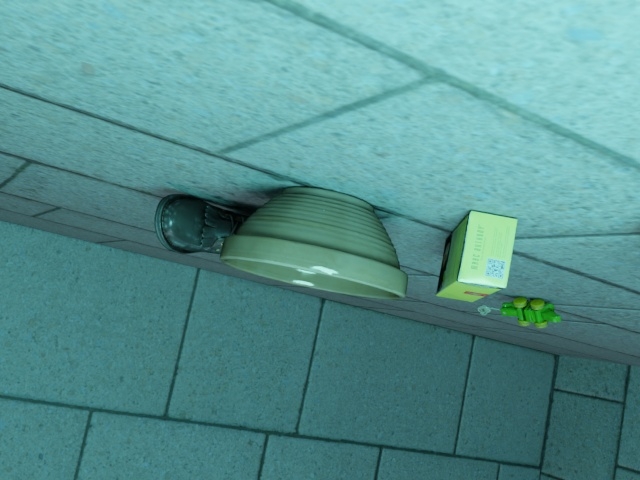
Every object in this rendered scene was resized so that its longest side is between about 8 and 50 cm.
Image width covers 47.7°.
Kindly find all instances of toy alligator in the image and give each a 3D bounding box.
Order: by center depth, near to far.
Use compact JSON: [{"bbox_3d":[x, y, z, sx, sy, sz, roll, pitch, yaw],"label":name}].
[{"bbox_3d":[0.427,0.144,1.533,0.190,0.056,0.051,3,-151,45],"label":"toy alligator"}]

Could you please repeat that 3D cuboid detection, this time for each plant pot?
[{"bbox_3d":[0.000,0.000,0.918,0.238,0.109,0.237,12,171,2],"label":"plant pot"}]

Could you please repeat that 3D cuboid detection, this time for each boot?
[{"bbox_3d":[-0.086,-0.017,1.077,0.229,0.091,0.263,-1,170,35],"label":"boot"}]

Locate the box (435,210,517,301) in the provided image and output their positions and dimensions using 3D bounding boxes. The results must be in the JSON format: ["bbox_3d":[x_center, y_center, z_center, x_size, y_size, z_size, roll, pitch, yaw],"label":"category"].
[{"bbox_3d":[0.193,0.028,0.925,0.058,0.087,0.232,11,171,4],"label":"box"}]
